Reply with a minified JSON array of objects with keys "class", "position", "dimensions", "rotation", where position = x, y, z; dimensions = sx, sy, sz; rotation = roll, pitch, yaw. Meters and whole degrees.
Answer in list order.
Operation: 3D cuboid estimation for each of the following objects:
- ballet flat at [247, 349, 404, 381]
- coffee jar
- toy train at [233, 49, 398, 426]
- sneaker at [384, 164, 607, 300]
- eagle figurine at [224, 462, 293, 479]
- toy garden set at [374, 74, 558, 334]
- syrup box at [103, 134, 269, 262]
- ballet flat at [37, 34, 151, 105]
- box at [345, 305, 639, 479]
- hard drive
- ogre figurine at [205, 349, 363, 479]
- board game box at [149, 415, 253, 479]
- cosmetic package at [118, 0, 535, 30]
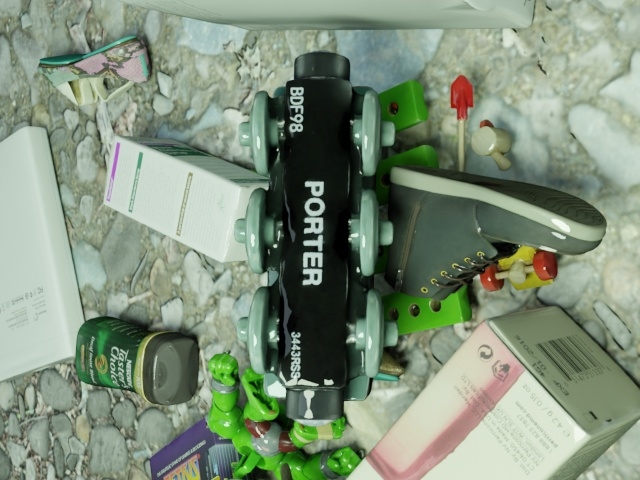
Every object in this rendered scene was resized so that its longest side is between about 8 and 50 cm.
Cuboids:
[{"class":"ballet flat","position":[0.003,0.116,0.949],"dimensions":[0.206,0.073,0.067],"rotation":[-2,68,36]},{"class":"coffee jar","position":[-0.243,0.159,1.143],"dimensions":[0.184,0.079,0.096],"rotation":[5,95,39]},{"class":"toy train","position":[0.000,0.000,0.805],"dimensions":[0.142,0.190,0.334],"rotation":[0,83,4]},{"class":"sneaker","position":[0.147,0.007,0.759],"dimensions":[0.222,0.083,0.118],"rotation":[20,109,49]},{"class":"eagle figurine","position":[-0.026,0.394,0.858],"dimensions":[0.226,0.225,0.298],"rotation":[6,96,2]},{"class":"toy garden set","position":[0.124,-0.040,0.856],"dimensions":[0.204,0.049,0.244],"rotation":[-17,80,40]},{"class":"syrup box","position":[-0.155,-0.056,1.052],"dimensions":[0.237,0.093,0.096],"rotation":[24,107,37]},{"class":"ballet flat","position":[-0.318,-0.231,1.202],"dimensions":[0.221,0.077,0.079],"rotation":[0,111,39]},{"class":"box","position":[0.153,0.185,0.772],"dimensions":[0.127,0.148,0.232],"rotation":[50,120,27]},{"class":"hard drive","position":[-0.473,0.029,1.349],"dimensions":[0.233,0.047,0.353],"rotation":[-21,79,38]},{"class":"ogre figurine","position":[-0.057,0.213,0.971],"dimensions":[0.118,0.197,0.097],"rotation":[-51,21,43]},{"class":"board game box","position":[-0.147,0.306,1.056],"dimensions":[0.170,0.048,0.141],"rotation":[-41,53,41]},{"class":"cosmetic package","position":[-0.001,-0.295,0.841],"dimensions":[0.385,0.217,0.156],"rotation":[9,97,37]}]
